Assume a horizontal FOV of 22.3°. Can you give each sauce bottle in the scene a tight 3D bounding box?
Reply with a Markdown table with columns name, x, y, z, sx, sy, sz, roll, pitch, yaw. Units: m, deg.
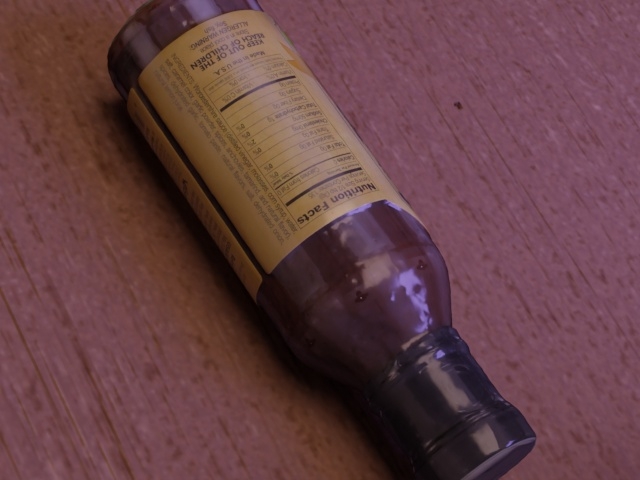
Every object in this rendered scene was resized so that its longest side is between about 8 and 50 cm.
| name | x | y | z | sx | sy | sz | roll | pitch | yaw |
| --- | --- | --- | --- | --- | --- | --- | --- | --- | --- |
| sauce bottle | 0.000 | 0.000 | 0.959 | 0.111 | 0.111 | 0.344 | -21 | 68 | -34 |
